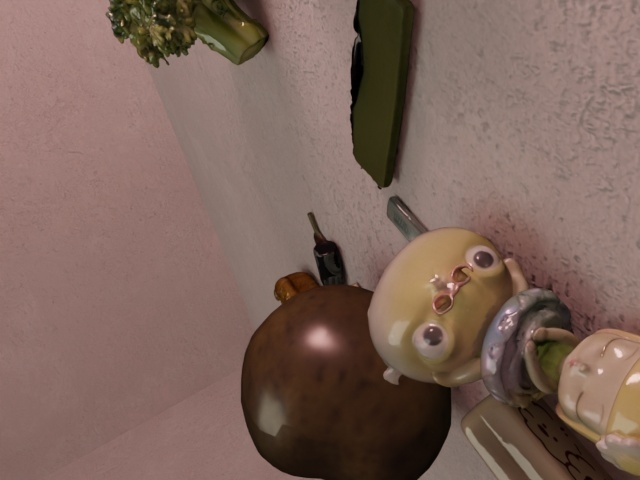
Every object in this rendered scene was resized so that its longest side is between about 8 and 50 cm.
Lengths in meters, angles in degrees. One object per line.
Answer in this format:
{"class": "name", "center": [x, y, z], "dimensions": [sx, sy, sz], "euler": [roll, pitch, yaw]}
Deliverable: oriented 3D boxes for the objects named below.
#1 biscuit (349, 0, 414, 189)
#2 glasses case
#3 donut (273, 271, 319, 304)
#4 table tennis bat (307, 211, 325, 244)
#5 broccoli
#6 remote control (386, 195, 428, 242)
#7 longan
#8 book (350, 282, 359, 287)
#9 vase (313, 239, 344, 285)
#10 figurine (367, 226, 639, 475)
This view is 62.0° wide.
{"class": "biscuit", "center": [0.082, -0.206, 0.745], "dimensions": [0.099, 0.038, 0.322], "euler": [49, 158, 30]}
{"class": "glasses case", "center": [0.324, 0.336, 0.654], "dimensions": [0.144, 0.076, 0.336], "euler": [10, -143, -53]}
{"class": "donut", "center": [-0.054, 0.196, 1.620], "dimensions": [0.226, 0.114, 0.226], "euler": [53, 160, 29]}
{"class": "table tennis bat", "center": [0.000, 0.000, 1.345], "dimensions": [0.087, 0.013, 0.156], "euler": [29, 144, 65]}
{"class": "broccoli", "center": [-0.261, -0.467, 1.006], "dimensions": [0.317, 0.277, 0.338], "euler": [36, 163, 17]}
{"class": "remote control", "center": [0.148, -0.018, 0.866], "dimensions": [0.124, 0.018, 0.053], "euler": [53, 159, 30]}
{"class": "longan", "center": [0.044, 0.272, 1.006], "dimensions": [0.404, 0.404, 0.336], "euler": [54, 167, 29]}
{"class": "book", "center": [0.125, 0.226, 1.301], "dimensions": [0.170, 0.018, 0.241], "euler": [51, 160, 31]}
{"class": "vase", "center": [0.029, 0.097, 1.316], "dimensions": [0.060, 0.060, 0.211], "euler": [43, 154, 48]}
{"class": "figurine", "center": [0.246, 0.129, 0.602], "dimensions": [0.274, 0.226, 0.394], "euler": [37, 170, -38]}
